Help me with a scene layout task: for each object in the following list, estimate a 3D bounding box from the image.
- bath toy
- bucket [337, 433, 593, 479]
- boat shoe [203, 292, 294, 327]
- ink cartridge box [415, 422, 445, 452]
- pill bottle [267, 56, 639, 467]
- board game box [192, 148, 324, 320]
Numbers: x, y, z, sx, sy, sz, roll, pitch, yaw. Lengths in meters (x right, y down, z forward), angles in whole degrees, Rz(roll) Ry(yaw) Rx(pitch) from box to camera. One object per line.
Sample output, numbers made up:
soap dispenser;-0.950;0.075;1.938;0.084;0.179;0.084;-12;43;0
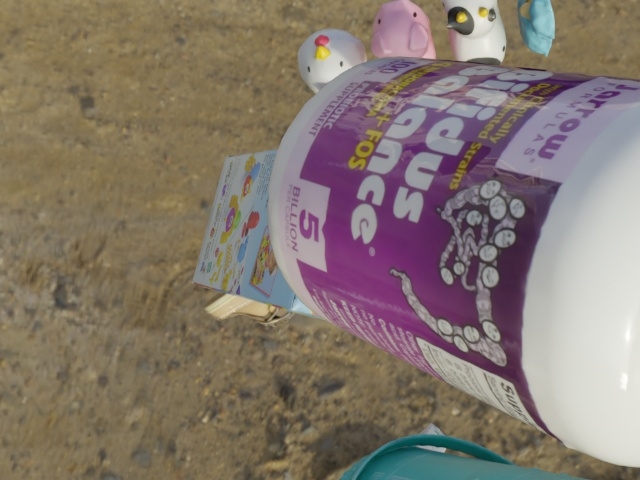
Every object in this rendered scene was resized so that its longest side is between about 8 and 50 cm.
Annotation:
bath toy;0.130;-0.264;1.196;0.349;0.151;0.129;-12;36;16
bucket;0.114;0.293;0.694;0.183;0.281;0.281;5;32;42
boat shoe;-0.086;0.112;1.796;0.341;0.122;0.110;-18;83;-50
ink cartridge box;0.124;0.427;1.551;0.056;0.181;0.225;44;24;4
pill bottle;0.117;0.004;0.432;0.169;0.169;0.302;-17;22;-31
board game box;0.000;0.000;0.846;0.142;0.275;0.144;16;86;-23
